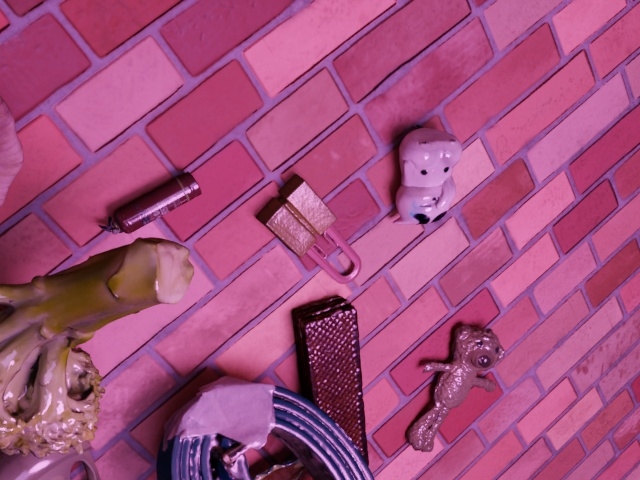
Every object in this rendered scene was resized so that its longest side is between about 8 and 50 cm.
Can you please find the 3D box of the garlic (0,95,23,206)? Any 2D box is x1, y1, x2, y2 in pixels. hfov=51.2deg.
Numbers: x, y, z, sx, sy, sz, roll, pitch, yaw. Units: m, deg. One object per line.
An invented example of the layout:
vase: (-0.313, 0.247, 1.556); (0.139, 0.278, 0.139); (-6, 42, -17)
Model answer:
garlic: (-0.480, -0.093, 0.778); (0.245, 0.253, 0.244); (-12, 121, -20)

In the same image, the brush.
brush: (0.000, 0.000, 1.173); (0.103, 0.047, 0.233); (-47, 122, -5)

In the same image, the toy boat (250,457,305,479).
toy boat: (-0.126, 0.496, 1.234); (0.293, 0.099, 0.108); (-45, 125, -28)

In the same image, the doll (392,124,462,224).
doll: (0.189, -0.110, 1.194); (0.111, 0.107, 0.180); (-5, 110, -17)

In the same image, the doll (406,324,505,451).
doll: (0.275, 0.311, 1.416); (0.286, 0.091, 0.202); (-36, 109, 1)

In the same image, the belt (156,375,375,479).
belt: (-0.079, 0.431, 1.122); (0.300, 0.173, 0.436); (-38, 93, -28)

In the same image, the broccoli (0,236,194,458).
broccoli: (-0.355, 0.140, 0.899); (0.397, 0.274, 0.353); (-14, 158, -12)

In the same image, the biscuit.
biscuit: (0.022, 0.295, 1.279); (0.107, 0.073, 0.388); (-15, 114, -20)

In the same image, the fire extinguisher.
fire extinguisher: (-0.261, -0.051, 1.024); (0.158, 0.043, 0.064); (-30, 162, -14)

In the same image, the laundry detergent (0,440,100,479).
laundry detergent: (-0.442, 0.397, 1.062); (0.181, 0.091, 0.253); (-24, 118, -35)
